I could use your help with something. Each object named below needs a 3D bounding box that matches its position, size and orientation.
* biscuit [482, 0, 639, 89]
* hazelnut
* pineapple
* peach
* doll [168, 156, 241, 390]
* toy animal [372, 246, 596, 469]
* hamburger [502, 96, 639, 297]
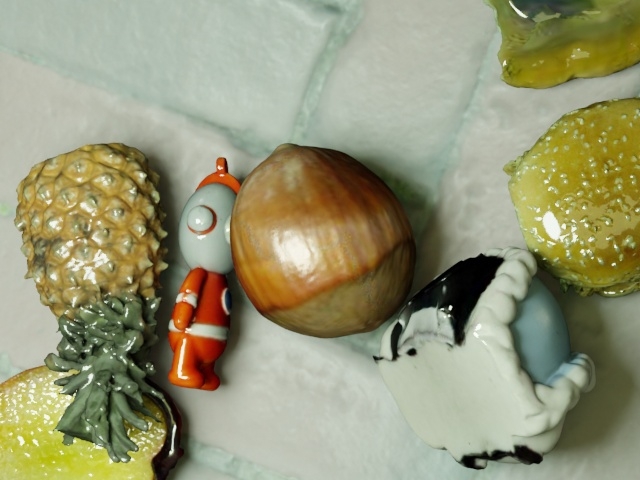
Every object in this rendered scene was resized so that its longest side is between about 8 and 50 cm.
[{"bbox_3d":[0.270,-0.336,1.641,0.329,0.078,0.335,-34,83,3],"label":"biscuit"},{"bbox_3d":[0.000,0.000,1.609,0.176,0.214,0.214,-26,83,19],"label":"hazelnut"},{"bbox_3d":[-0.219,0.074,1.636,0.169,0.169,0.340,-17,68,10],"label":"pineapple"},{"bbox_3d":[-0.277,0.222,1.723,0.279,0.068,0.189,-3,90,10],"label":"peach"},{"bbox_3d":[-0.115,0.034,1.667,0.076,0.142,0.245,8,83,13],"label":"doll"},{"bbox_3d":[0.174,0.116,1.583,0.156,0.208,0.204,-35,96,-29],"label":"toy animal"},{"bbox_3d":[0.301,-0.047,1.597,0.215,0.122,0.189,-22,81,7],"label":"hamburger"}]
